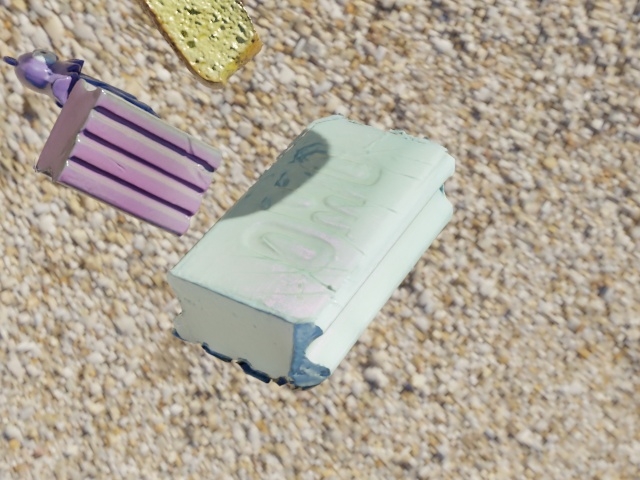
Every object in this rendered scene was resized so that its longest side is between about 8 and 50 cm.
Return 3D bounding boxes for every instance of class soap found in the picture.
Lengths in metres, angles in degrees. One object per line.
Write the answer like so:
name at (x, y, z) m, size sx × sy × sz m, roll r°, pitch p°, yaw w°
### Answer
soap at (0.000, 0.000, 1.057) m, size 0.261 × 0.150 × 0.094 m, roll -50°, pitch 154°, yaw -38°
soap at (-0.221, -0.093, 1.423) m, size 0.203 × 0.065 × 0.122 m, roll 28°, pitch 88°, yaw -46°

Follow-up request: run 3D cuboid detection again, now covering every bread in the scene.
bread at (-0.147, -0.269, 1.417) m, size 0.103 × 0.065 × 0.187 m, roll -32°, pitch 96°, yaw -1°

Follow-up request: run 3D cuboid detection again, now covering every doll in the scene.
doll at (-0.296, -0.189, 1.510) m, size 0.206 × 0.110 × 0.067 m, roll 21°, pitch 100°, yaw -18°
